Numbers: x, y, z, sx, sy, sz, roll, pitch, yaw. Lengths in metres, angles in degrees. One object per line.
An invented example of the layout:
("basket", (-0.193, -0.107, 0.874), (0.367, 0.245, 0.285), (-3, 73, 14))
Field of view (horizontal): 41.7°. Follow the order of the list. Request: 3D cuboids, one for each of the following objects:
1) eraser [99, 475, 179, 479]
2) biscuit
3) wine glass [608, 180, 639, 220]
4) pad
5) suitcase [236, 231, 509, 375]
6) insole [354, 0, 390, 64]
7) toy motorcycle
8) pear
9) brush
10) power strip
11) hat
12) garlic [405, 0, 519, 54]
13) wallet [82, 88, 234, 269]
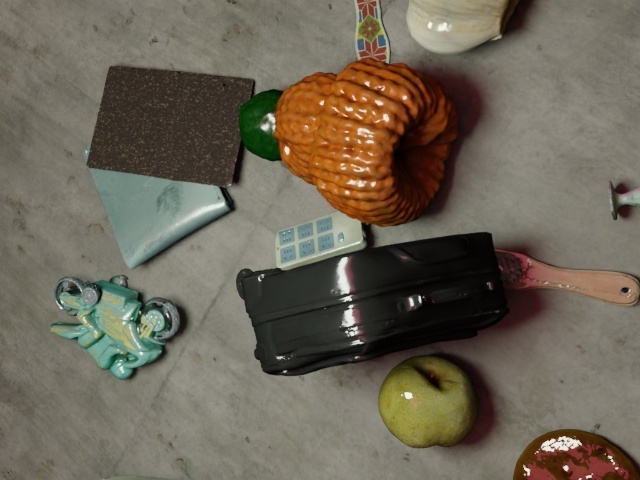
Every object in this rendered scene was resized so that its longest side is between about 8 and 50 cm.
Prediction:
("eraser", (-0.326, 0.545, 1.534), (0.331, 0.331, 0.150), (0, 90, 23))
("biscuit", (0.418, 0.410, 1.370), (0.212, 0.036, 0.212), (0, 89, 23))
("wine glass", (0.531, -0.073, 1.306), (0.155, 0.073, 0.073), (-7, 87, 22))
("pad", (-0.300, -0.227, 1.653), (0.330, 0.004, 0.220), (10, 83, 20))
("suitcase", (0.087, 0.089, 1.311), (0.339, 0.345, 0.188), (-19, 79, 50))
("insole", (0.091, -0.386, 1.527), (0.065, 0.006, 0.194), (-7, 88, 22))
("toy motorcycle", (-0.415, 0.175, 1.693), (0.296, 0.109, 0.198), (17, 106, 20))
("pear", (0.177, 0.271, 1.404), (0.167, 0.167, 0.137), (32, 128, 20))
("brush", (0.355, 0.055, 1.387), (0.327, 0.065, 0.070), (10, 91, 21))
("power strip", (0.000, 0.000, 1.534), (0.192, 0.035, 0.081), (-18, 56, 21))
("hat", (0.028, -0.207, 1.435), (0.400, 0.285, 0.285), (32, 102, 31))
("garlic", (0.236, -0.443, 1.375), (0.203, 0.184, 0.281), (40, 106, 38))
("wallet", (-0.330, -0.122, 1.678), (0.251, 0.054, 0.290), (-29, 72, 14))
